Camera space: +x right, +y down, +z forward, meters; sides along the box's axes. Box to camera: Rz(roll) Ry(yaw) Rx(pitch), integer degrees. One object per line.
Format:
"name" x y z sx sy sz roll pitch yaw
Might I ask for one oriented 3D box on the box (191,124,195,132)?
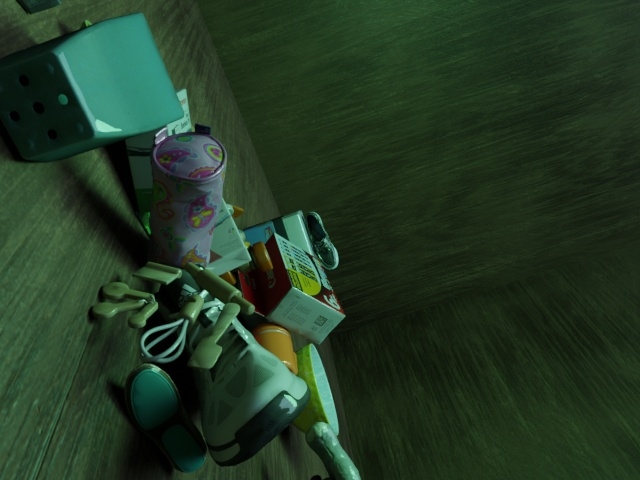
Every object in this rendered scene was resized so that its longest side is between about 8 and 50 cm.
"box" -0.386 -0.298 1.460 0.201 0.021 0.164 63 10 -71

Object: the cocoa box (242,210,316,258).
"cocoa box" -0.131 0.087 1.911 0.231 0.228 0.346 -86 158 -84

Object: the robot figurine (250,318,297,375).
"robot figurine" -0.137 0.316 1.417 0.219 0.158 0.128 -104 -163 -47

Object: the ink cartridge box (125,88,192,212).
"ink cartridge box" -0.301 -0.176 0.980 0.153 0.087 0.208 -88 175 -65

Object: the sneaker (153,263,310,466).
"sneaker" -0.181 0.173 0.812 0.257 0.169 0.447 54 -16 -7

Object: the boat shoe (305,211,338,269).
"boat shoe" 0.000 0.000 1.888 0.076 0.080 0.228 6 65 -81

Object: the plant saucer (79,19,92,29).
"plant saucer" -0.396 -0.291 0.981 0.188 0.045 0.188 -20 93 -88

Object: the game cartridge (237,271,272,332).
"game cartridge" -0.206 0.191 1.623 0.297 0.062 0.198 -103 170 -60

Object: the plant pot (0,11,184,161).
"plant pot" -0.324 -0.203 0.708 0.234 0.166 0.165 -85 158 -65

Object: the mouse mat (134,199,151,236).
"mouse mat" -0.336 -0.052 1.065 0.189 0.007 0.152 -103 174 -54

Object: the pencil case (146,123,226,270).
"pencil case" -0.232 -0.055 0.867 0.284 0.124 0.124 112 -30 -48

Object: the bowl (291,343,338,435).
"bowl" -0.059 0.481 1.593 0.289 0.156 0.289 -18 90 -87

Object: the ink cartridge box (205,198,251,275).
"ink cartridge box" -0.248 -0.021 1.153 0.198 0.116 0.067 60 -8 31

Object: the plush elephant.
"plush elephant" -0.007 0.634 1.129 0.330 0.271 0.256 39 26 28

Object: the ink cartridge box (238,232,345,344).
"ink cartridge box" -0.101 0.124 1.540 0.272 0.130 0.309 32 17 -30

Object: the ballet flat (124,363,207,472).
"ballet flat" -0.232 0.254 0.751 0.067 0.073 0.206 27 -42 56

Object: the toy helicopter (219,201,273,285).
"toy helicopter" -0.257 -0.064 1.361 0.354 0.140 0.234 71 -3 -45

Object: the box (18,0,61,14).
"box" -0.462 -0.475 0.723 0.231 0.056 0.182 66 6 -63

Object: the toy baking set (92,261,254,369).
"toy baking set" -0.199 0.101 0.733 0.197 0.256 0.030 -25 131 -47
